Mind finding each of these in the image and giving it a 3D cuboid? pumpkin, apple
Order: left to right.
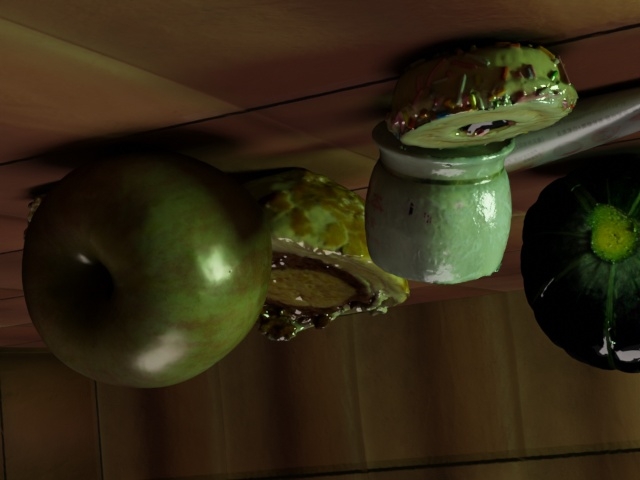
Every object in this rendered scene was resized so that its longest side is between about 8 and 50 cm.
[{"bbox_3d":[-0.180,0.026,1.321,0.257,0.257,0.234,-10,-174,28],"label":"apple"},{"bbox_3d":[0.423,0.043,1.656,0.296,0.296,0.296,-6,172,-1],"label":"pumpkin"}]

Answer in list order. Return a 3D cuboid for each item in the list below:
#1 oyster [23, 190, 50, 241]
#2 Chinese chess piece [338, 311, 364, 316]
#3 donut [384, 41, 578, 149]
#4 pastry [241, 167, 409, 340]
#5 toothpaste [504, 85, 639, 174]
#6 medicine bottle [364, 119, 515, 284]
[{"bbox_3d":[-0.283,-0.023,1.513,0.163,0.081,0.191,-11,175,7],"label":"oyster"},{"bbox_3d":[-0.003,0.103,2.526,0.250,0.103,0.250,-5,172,-1],"label":"Chinese chess piece"},{"bbox_3d":[0.141,-0.129,1.091,0.175,0.068,0.174,-8,172,-1],"label":"donut"},{"bbox_3d":[-0.018,-0.002,1.523,0.237,0.170,0.256,-14,143,29],"label":"pastry"},{"bbox_3d":[0.250,-0.115,1.294,0.323,0.066,0.100,-14,165,23],"label":"toothpaste"},{"bbox_3d":[0.118,-0.047,1.231,0.147,0.143,0.147,1,-156,0],"label":"medicine bottle"}]
